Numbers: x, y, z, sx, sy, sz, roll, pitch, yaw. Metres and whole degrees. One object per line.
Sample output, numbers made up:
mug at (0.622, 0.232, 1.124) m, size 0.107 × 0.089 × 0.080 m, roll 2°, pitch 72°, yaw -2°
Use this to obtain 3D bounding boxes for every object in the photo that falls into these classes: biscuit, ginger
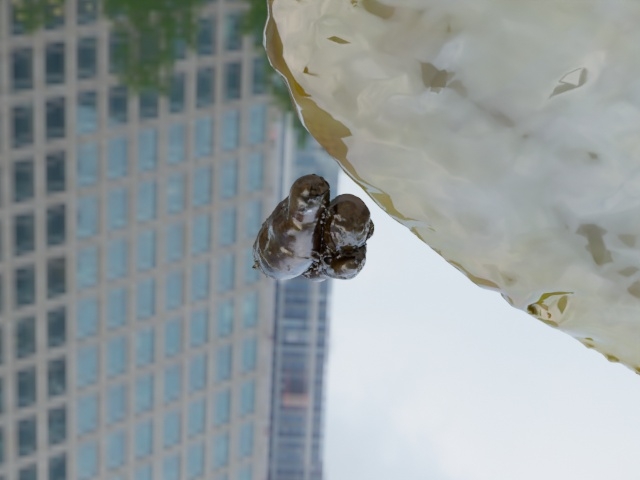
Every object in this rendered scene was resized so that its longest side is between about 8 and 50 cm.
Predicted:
biscuit at (0.191, -0.113, 0.770) m, size 0.446 × 0.429 × 0.104 m, roll 27°, pitch -139°, yaw -12°
ginger at (0.000, 0.000, 1.592) m, size 0.103 × 0.073 × 0.162 m, roll 15°, pitch 154°, yaw -11°
